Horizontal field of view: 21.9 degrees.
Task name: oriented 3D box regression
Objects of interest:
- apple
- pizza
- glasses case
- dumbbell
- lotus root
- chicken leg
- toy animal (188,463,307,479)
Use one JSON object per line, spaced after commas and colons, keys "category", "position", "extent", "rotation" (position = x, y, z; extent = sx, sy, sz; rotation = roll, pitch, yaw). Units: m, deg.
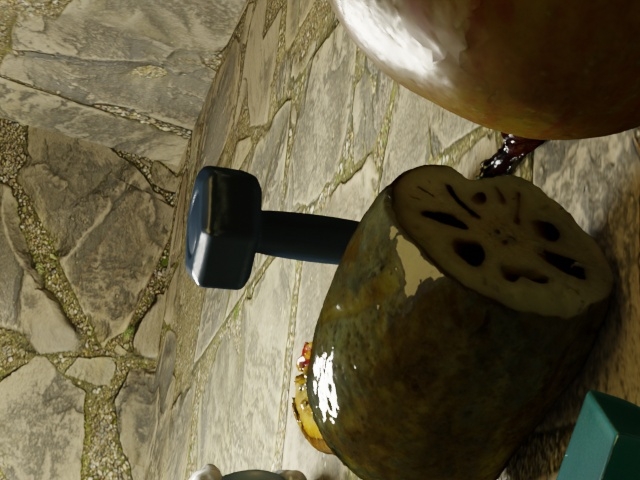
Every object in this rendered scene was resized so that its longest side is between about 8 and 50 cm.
{"category": "apple", "position": [0.184, -0.260, 1.365], "extent": [0.400, 0.400, 0.333], "rotation": [-115, 34, -70]}
{"category": "pizza", "position": [0.030, 0.169, 2.210], "extent": [0.251, 0.074, 0.287], "rotation": [-105, 31, -60]}
{"category": "glasses case", "position": [0.212, 0.283, 1.361], "extent": [0.117, 0.070, 0.301], "rotation": [-104, 29, -76]}
{"category": "dumbbell", "position": [0.000, -0.001, 1.974], "extent": [0.143, 0.316, 0.156], "rotation": [122, 152, -63]}
{"category": "lotus root", "position": [0.115, 0.109, 1.604], "extent": [0.250, 0.251, 0.346], "rotation": [-89, 14, -45]}
{"category": "chicken leg", "position": [0.226, -0.145, 1.792], "extent": [0.106, 0.051, 0.253], "rotation": [-83, 14, -54]}
{"category": "toy animal", "position": [-0.109, 0.395, 2.249], "extent": [0.156, 0.204, 0.208], "rotation": [116, 155, -50]}
